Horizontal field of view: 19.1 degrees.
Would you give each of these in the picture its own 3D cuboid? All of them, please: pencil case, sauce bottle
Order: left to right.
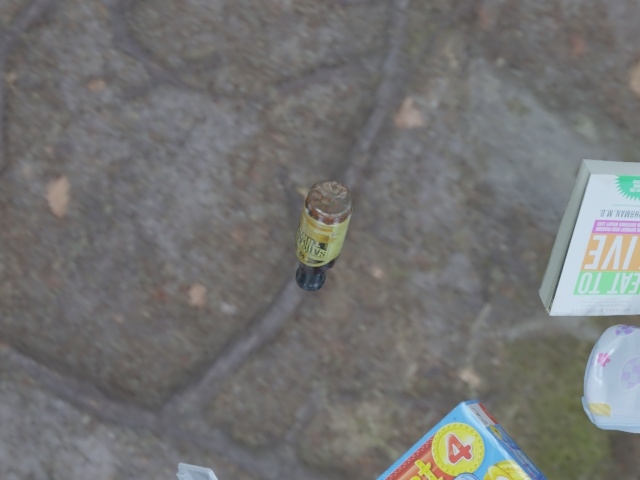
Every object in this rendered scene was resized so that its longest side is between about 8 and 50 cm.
[{"bbox_3d":[0.000,0.000,1.599,0.042,0.042,0.128,-27,153,-24],"label":"sauce bottle"},{"bbox_3d":[0.419,0.166,2.031,0.113,0.273,0.124,33,71,-55],"label":"pencil case"}]

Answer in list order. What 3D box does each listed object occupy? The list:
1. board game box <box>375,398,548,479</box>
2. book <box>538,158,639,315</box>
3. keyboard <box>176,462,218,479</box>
[{"bbox_3d":[0.155,0.388,2.118,0.308,0.302,0.086,-44,168,9],"label":"board game box"},{"bbox_3d":[0.250,-0.002,1.612,0.096,0.035,0.144,2,126,-14],"label":"book"},{"bbox_3d":[-0.060,0.322,1.834,0.014,0.072,0.256,-38,107,-30],"label":"keyboard"}]
